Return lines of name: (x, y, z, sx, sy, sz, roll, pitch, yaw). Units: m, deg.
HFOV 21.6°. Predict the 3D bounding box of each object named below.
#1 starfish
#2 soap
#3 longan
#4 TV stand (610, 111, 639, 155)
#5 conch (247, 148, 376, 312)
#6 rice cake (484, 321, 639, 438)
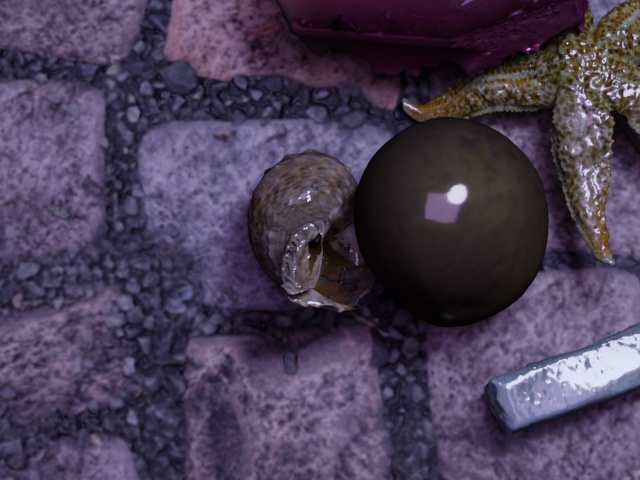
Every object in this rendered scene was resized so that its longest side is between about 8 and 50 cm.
starfish: (0.293, -0.170, 1.732, 0.357, 0.078, 0.347, 27, 74, 18)
soap: (0.113, -0.283, 1.716, 0.324, 0.127, 0.220, 6, 67, 20)
longan: (0.129, -0.020, 1.657, 0.196, 0.220, 0.197, -17, 48, 20)
TV stand: (0.381, -0.063, 1.758, 0.042, 0.036, 0.249, -32, 81, -8)
conch: (0.000, 0.000, 1.679, 0.155, 0.207, 0.130, 25, 118, -17)
rice cake: (0.331, 0.114, 1.705, 0.336, 0.063, 0.066, -19, 82, -6)
